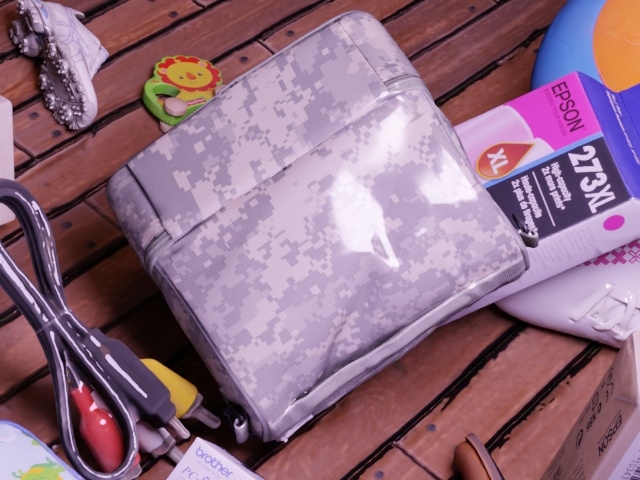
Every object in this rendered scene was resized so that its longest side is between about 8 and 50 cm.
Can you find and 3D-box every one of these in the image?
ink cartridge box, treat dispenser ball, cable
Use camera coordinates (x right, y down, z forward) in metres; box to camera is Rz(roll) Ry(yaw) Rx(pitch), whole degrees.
[{"bbox_3d":[0.306,0.198,1.506,0.193,0.234,0.088,14,43,-9],"label":"ink cartridge box"},{"bbox_3d":[0.180,-0.041,1.667,0.371,0.069,0.175,-23,48,8],"label":"ink cartridge box"},{"bbox_3d":[0.361,-0.150,1.852,0.288,0.288,0.288,12,43,-12],"label":"treat dispenser ball"},{"bbox_3d":[-0.209,0.090,1.455,0.287,0.072,0.139,48,55,-5],"label":"cable"},{"bbox_3d":[-0.020,0.236,1.425,0.207,0.097,0.046,35,86,13],"label":"ink cartridge box"}]

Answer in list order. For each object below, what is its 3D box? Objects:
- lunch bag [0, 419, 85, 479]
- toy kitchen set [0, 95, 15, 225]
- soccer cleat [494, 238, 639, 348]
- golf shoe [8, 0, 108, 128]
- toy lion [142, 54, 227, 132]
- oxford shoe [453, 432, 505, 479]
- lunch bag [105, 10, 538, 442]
[{"bbox_3d":[-0.227,0.249,1.331,0.219,0.090,0.176,39,47,19],"label":"lunch bag"},{"bbox_3d":[-0.402,-0.082,1.605,0.207,0.122,0.166,28,38,37],"label":"toy kitchen set"},{"bbox_3d":[0.327,0.064,1.743,0.331,0.116,0.143,2,45,-22],"label":"soccer cleat"},{"bbox_3d":[-0.243,-0.181,1.790,0.086,0.069,0.176,-2,48,-34],"label":"golf shoe"},{"bbox_3d":[-0.140,-0.155,1.834,0.100,0.034,0.096,-19,49,-37],"label":"toy lion"},{"bbox_3d":[0.136,0.245,1.513,0.076,0.076,0.212,-24,36,8],"label":"oxford shoe"},{"bbox_3d":[0.000,0.000,1.539,0.305,0.212,0.256,-33,63,-4],"label":"lunch bag"}]
